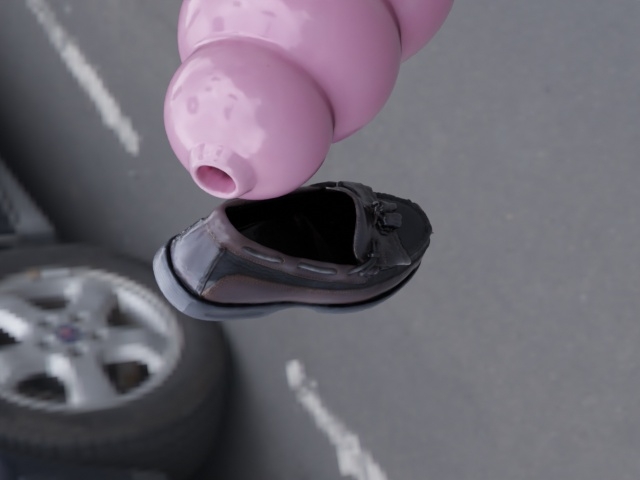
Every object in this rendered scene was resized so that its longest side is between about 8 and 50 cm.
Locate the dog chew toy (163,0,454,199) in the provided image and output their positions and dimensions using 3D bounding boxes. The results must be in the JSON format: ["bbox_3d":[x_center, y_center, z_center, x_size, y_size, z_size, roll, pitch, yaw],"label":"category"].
[{"bbox_3d":[-0.017,-0.168,1.335,0.206,0.207,0.331,-41,19,55],"label":"dog chew toy"}]

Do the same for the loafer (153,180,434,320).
[{"bbox_3d":[0.000,0.000,1.433,0.095,0.303,0.109,-50,63,38],"label":"loafer"}]
